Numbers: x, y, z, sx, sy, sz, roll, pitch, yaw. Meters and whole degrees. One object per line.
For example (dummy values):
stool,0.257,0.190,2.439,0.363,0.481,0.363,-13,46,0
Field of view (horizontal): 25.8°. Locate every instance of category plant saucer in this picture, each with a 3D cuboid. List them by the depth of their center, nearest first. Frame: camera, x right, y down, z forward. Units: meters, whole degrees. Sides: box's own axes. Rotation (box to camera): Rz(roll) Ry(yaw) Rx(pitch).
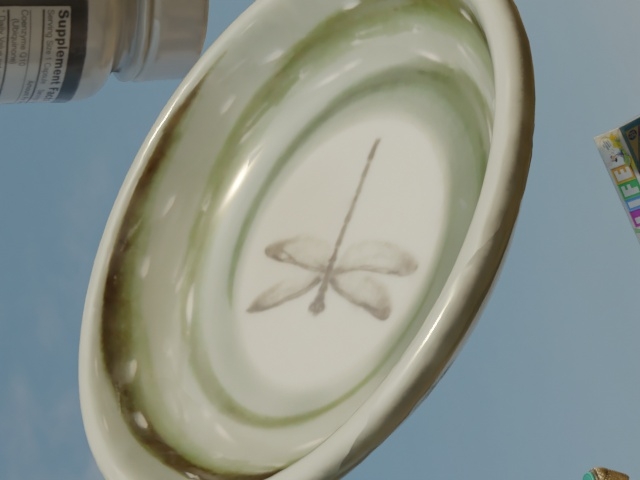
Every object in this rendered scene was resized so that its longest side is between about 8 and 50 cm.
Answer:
plant saucer,0.000,0.000,0.891,0.100,0.400,0.400,28,-131,-35

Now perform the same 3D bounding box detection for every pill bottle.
pill bottle,-0.296,-0.222,1.234,0.361,0.204,0.204,-5,-103,-24

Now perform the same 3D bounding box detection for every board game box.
board game box,0.287,-0.059,1.117,0.154,0.026,0.103,-25,-88,-44

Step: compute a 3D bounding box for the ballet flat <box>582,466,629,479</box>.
ballet flat,0.387,0.389,1.785,0.073,0.067,0.206,120,147,-67
